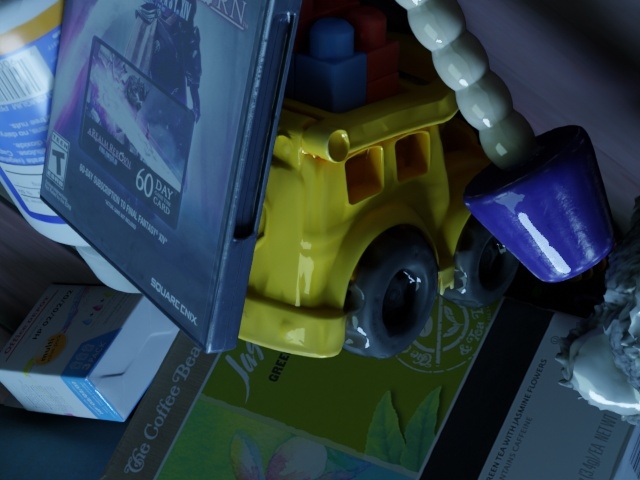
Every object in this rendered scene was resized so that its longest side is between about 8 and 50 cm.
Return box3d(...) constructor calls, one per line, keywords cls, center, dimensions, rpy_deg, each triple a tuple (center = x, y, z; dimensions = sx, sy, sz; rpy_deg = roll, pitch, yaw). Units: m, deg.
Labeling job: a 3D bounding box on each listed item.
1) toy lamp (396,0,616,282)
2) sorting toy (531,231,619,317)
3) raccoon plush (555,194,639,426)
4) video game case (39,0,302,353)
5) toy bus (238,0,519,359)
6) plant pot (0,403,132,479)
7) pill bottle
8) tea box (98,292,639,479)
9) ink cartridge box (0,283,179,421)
box3d(cls="toy lamp", center=(0.071, -0.101, 0.965), dimensions=(0.080, 0.080, 0.275), rpy_deg=(-16, 111, 55))
box3d(cls="sorting toy", center=(0.166, 0.024, 1.167), dimensions=(0.061, 0.042, 0.102), rpy_deg=(12, 145, 34))
box3d(cls="raccoon plush", center=(0.325, 0.130, 1.023), dimensions=(0.299, 0.216, 0.446), rpy_deg=(17, 149, 42))
box3d(cls="video game case", center=(-0.086, -0.103, 1.005), dimensions=(0.196, 0.026, 0.274), rpy_deg=(38, 127, 42))
box3d(cls="toy bus", center=(0.022, -0.059, 1.075), dimensions=(0.149, 0.220, 0.211), rpy_deg=(18, 116, 37))
box3d(cls="plant pot", center=(-0.205, 0.302, 1.663), dimensions=(0.334, 0.341, 0.341), rpy_deg=(-4, 138, 21))
box3d(cls="pill bottle", center=(-0.158, -0.094, 1.202), dimensions=(0.152, 0.152, 0.272), rpy_deg=(11, 145, 35))
box3d(cls="tea box", center=(0.079, 0.183, 1.258), dimensions=(0.323, 0.220, 0.329), rpy_deg=(16, 159, 27))
box3d(cls="ink cartridge box", center=(-0.219, 0.097, 1.606), dimensions=(0.181, 0.104, 0.061), rpy_deg=(0, 137, 45))
